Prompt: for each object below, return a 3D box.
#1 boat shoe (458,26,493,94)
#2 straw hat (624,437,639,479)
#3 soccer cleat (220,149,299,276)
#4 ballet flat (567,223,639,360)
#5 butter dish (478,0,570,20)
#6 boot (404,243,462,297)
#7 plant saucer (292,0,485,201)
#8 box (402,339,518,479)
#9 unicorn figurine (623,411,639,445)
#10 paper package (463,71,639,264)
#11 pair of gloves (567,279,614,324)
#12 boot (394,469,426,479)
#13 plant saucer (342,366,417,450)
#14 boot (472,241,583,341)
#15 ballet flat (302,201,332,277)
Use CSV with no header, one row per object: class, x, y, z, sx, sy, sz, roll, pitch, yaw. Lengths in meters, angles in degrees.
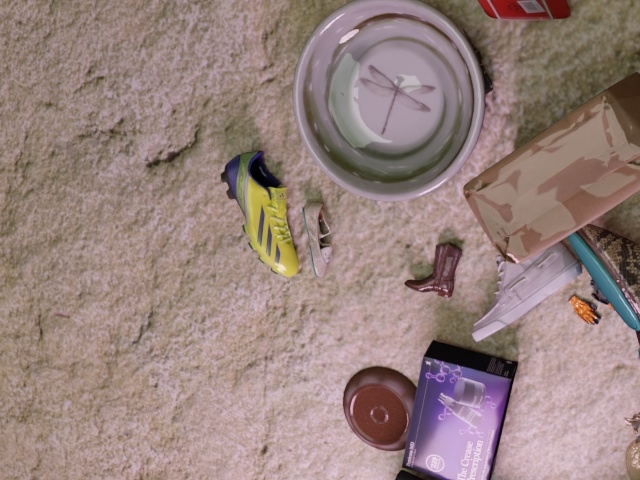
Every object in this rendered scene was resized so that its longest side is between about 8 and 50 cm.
boat shoe,0.289,-0.343,1.850,0.049,0.040,0.142,-8,104,68
straw hat,0.654,0.450,1.864,0.144,0.061,0.144,7,106,25
soccer cleat,-0.110,-0.058,2.091,0.121,0.093,0.289,-26,91,22
ballet flat,0.627,0.156,1.753,0.182,0.164,0.483,-25,87,3
butter dish,0.367,-0.470,1.736,0.160,0.160,0.118,7,83,25
boot,0.231,0.052,1.982,0.106,0.037,0.114,11,111,10
plant saucer,0.141,-0.280,1.905,0.400,0.100,0.400,7,105,25
box,0.285,0.360,1.989,0.184,0.103,0.261,14,109,17
unicorn figurine,0.660,0.379,1.823,0.162,0.111,0.060,57,152,24
paper package,0.447,-0.130,1.665,0.309,0.325,0.168,-35,86,29
pair of gloves,0.529,0.120,1.869,0.074,0.010,0.083,48,117,8
boot,0.344,0.583,1.945,0.445,0.146,0.367,29,141,19
plant saucer,0.133,0.376,2.115,0.198,0.036,0.199,7,107,24
boot,0.378,0.084,1.898,0.258,0.095,0.123,-39,79,20
ballet flat,0.000,0.000,2.073,0.052,0.057,0.168,-8,100,18
